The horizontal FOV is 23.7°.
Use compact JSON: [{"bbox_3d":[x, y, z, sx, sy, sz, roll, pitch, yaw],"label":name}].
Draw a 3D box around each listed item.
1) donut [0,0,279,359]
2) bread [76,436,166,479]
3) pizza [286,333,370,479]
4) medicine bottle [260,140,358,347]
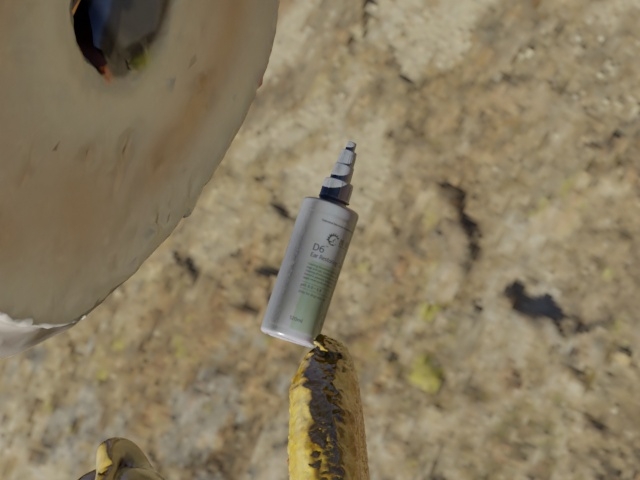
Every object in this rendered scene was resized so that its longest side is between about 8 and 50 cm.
[{"bbox_3d":[-0.148,-0.133,0.720,0.142,0.382,0.382,18,82,22],"label":"donut"},{"bbox_3d":[-0.117,0.214,0.910,0.134,0.081,0.225,56,153,24],"label":"bread"},{"bbox_3d":[0.014,0.270,1.328,0.280,0.075,0.287,-90,-8,-52],"label":"pizza"},{"bbox_3d":[0.000,0.000,1.441,0.058,0.058,0.199,7,76,59],"label":"medicine bottle"}]
